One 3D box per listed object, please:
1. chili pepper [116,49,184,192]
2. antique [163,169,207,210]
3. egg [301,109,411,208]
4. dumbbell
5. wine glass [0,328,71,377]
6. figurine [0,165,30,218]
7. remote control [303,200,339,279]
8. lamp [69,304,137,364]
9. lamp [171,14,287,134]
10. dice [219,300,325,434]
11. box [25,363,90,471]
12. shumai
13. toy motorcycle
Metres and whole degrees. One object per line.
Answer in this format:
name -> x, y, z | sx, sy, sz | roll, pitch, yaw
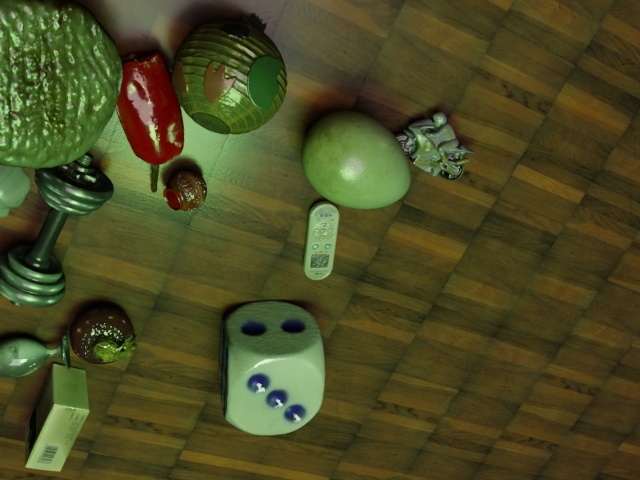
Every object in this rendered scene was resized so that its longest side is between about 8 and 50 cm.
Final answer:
chili pepper -> -0.364, -0.238, 1.629 | 0.131, 0.134, 0.338 | -4, 119, 8
antique -> -0.313, -0.117, 1.740 | 0.104, 0.104, 0.104 | -7, 119, -12
egg -> 0.091, -0.180, 1.751 | 0.295, 0.218, 0.218 | 28, 107, -35
dumbbell -> -0.603, -0.022, 1.662 | 0.179, 0.179, 0.406 | 23, 109, -25
wine glass -> -0.735, 0.285, 1.834 | 0.222, 0.103, 0.103 | -7, 119, -14
figurine -> -0.674, -0.139, 1.545 | 0.176, 0.236, 0.133 | -38, 120, 7
remote control -> 0.000, 0.000, 1.923 | 0.078, 0.042, 0.221 | -1, 119, -16
lamp -> -0.542, 0.242, 1.845 | 0.157, 0.135, 0.156 | -15, 120, -5
lamp -> -0.179, -0.365, 1.575 | 0.250, 0.250, 0.284 | 31, 71, -27
dice -> -0.134, 0.332, 1.951 | 0.251, 0.243, 0.259 | -1, 121, -15
box -> -0.676, 0.452, 1.901 | 0.095, 0.168, 0.212 | 19, 111, -28
shumai -> -0.616, -0.328, 1.418 | 0.397, 0.323, 0.324 | -2, 111, -53
toy motorcycle -> 0.286, -0.244, 1.854 | 0.225, 0.073, 0.152 | 21, 109, -23
